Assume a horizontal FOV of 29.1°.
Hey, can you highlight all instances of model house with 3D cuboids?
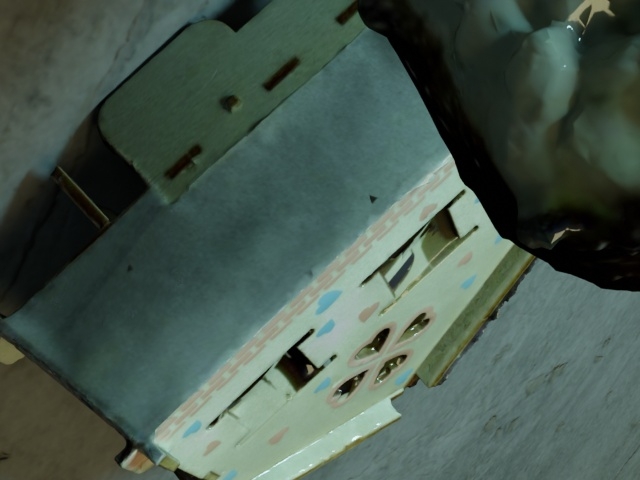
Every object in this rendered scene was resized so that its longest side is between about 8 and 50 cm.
[{"bbox_3d":[0.000,0.000,0.697,0.326,0.169,0.244,-43,153,-4],"label":"model house"}]

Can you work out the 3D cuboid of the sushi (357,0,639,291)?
[{"bbox_3d":[0.165,-0.136,0.342,0.343,0.196,0.182,-38,167,16],"label":"sushi"}]
